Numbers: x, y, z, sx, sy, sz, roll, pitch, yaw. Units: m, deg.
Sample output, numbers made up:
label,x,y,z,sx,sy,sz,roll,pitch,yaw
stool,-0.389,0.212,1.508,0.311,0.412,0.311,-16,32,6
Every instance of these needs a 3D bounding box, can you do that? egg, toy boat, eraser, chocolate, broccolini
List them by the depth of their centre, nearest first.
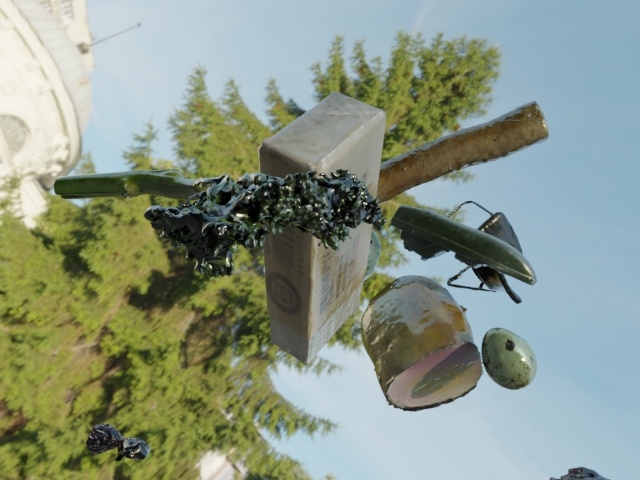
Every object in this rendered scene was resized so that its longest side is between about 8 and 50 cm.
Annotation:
label,x,y,z,sx,sy,sz,roll,pitch,yaw
broccolini,-0.102,-0.020,0.381,0.272,0.123,0.062,7,-85,35
eraser,0.000,0.000,0.749,0.078,0.144,0.343,28,-41,23
egg,0.316,0.199,1.021,0.110,0.085,0.085,64,-31,14
toy boat,0.238,0.017,1.021,0.261,0.078,0.085,25,-84,24
chocolate,-0.396,0.411,1.201,0.147,0.072,0.070,10,-80,35

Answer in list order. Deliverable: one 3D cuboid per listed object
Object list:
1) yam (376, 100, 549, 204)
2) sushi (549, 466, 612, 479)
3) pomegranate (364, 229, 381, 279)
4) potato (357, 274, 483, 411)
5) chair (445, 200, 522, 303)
label,x,y,z,sx,sy,sz,roll,pitch,yaw
yam,0.195,-0.128,0.915,0.066,0.300,0.066,-20,90,-83
sushi,0.388,0.439,0.799,0.270,0.171,0.236,25,-45,43
pomegranate,0.070,0.023,1.465,0.180,0.180,0.210,54,-22,-5
potato,0.185,0.178,1.193,0.266,0.229,0.229,-117,-163,-47
chair,0.340,0.022,1.207,0.140,0.145,0.221,59,-15,-21
